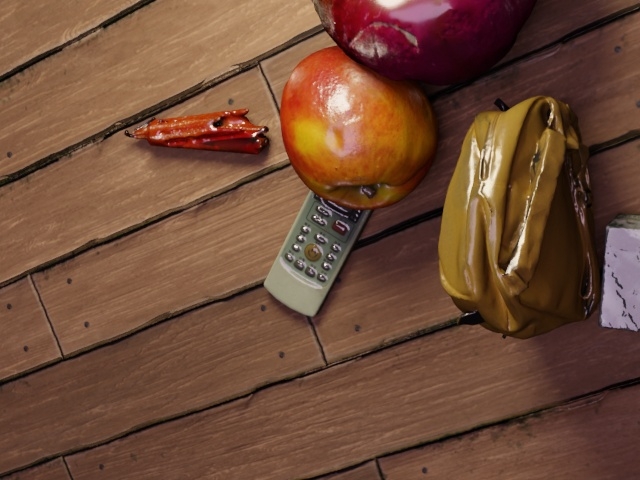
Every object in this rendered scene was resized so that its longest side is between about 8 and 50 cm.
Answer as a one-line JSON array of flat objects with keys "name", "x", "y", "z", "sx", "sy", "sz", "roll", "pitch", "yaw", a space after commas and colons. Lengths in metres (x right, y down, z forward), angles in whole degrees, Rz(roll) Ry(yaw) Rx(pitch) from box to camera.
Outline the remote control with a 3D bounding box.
[{"name": "remote control", "x": 0.000, "y": 0.000, "z": 2.031, "sx": 0.123, "sy": 0.038, "sz": 0.285, "roll": 34, "pitch": 110, "yaw": 13}]

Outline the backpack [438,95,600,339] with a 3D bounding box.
[{"name": "backpack", "x": 0.314, "y": -0.032, "z": 1.746, "sx": 0.201, "sy": 0.353, "sz": 0.378, "roll": 3, "pitch": 75, "yaw": 33}]

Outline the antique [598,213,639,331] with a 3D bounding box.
[{"name": "antique", "x": 0.503, "y": 0.048, "z": 1.804, "sx": 0.086, "sy": 0.088, "sz": 0.183, "roll": 5, "pitch": 100, "yaw": 21}]

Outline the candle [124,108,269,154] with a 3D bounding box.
[{"name": "candle", "x": -0.234, "y": -0.198, "z": 2.085, "sx": 0.302, "sy": 0.059, "sz": 0.084, "roll": 0, "pitch": 89, "yaw": 23}]

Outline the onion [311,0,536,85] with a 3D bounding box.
[{"name": "onion", "x": 0.150, "y": -0.468, "z": 1.675, "sx": 0.398, "sy": 0.420, "sz": 0.398, "roll": -6, "pitch": 61, "yaw": 12}]

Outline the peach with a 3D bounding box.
[{"name": "peach", "x": 0.065, "y": -0.194, "z": 1.869, "sx": 0.281, "sy": 0.238, "sz": 0.281, "roll": 1, "pitch": 67, "yaw": -3}]
